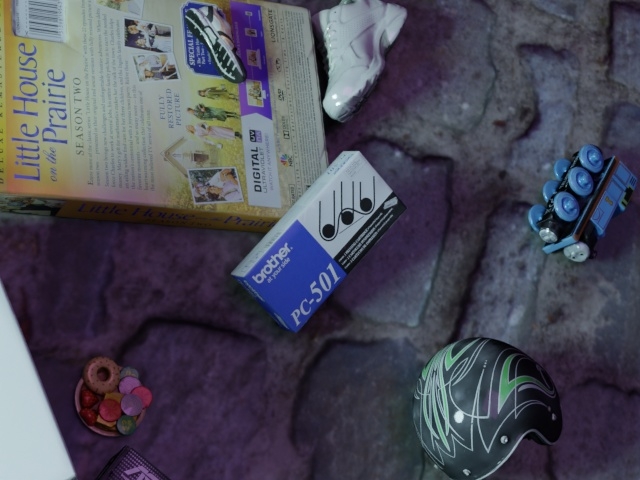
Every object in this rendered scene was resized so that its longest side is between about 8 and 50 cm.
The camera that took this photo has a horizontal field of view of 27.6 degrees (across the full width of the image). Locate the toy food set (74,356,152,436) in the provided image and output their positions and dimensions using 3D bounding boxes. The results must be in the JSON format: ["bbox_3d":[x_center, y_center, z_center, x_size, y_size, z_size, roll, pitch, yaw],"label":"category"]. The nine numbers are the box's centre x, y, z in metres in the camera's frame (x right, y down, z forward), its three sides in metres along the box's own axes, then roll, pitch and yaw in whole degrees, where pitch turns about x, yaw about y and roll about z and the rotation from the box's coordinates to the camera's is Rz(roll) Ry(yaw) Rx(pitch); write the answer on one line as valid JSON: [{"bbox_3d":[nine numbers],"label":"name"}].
[{"bbox_3d":[-0.224,0.171,1.404,0.082,0.020,0.083,24,58,-17],"label":"toy food set"}]

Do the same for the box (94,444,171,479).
[{"bbox_3d":[-0.164,0.376,1.317,0.270,0.060,0.216,42,56,-5],"label":"box"}]

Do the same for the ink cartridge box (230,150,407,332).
[{"bbox_3d":[0.000,0.000,1.534,0.207,0.046,0.097,-48,111,-15],"label":"ink cartridge box"}]

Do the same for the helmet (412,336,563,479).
[{"bbox_3d":[0.186,0.198,1.526,0.161,0.169,0.169,8,63,-43],"label":"helmet"}]

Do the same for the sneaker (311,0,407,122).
[{"bbox_3d":[0.029,-0.245,1.698,0.115,0.090,0.232,28,45,-4],"label":"sneaker"}]

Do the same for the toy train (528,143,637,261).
[{"bbox_3d":[0.360,-0.051,1.784,0.105,0.080,0.184,42,55,-12],"label":"toy train"}]

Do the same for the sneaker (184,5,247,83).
[{"bbox_3d":[-0.116,-0.239,1.564,0.043,0.040,0.109,-28,83,-37],"label":"sneaker"}]

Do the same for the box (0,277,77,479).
[{"bbox_3d":[-0.362,0.113,1.210,0.168,0.215,0.345,-20,74,-17],"label":"box"}]

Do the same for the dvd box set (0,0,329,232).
[{"bbox_3d":[-0.195,-0.165,1.550,0.420,0.062,0.308,4,66,-27],"label":"dvd box set"}]
